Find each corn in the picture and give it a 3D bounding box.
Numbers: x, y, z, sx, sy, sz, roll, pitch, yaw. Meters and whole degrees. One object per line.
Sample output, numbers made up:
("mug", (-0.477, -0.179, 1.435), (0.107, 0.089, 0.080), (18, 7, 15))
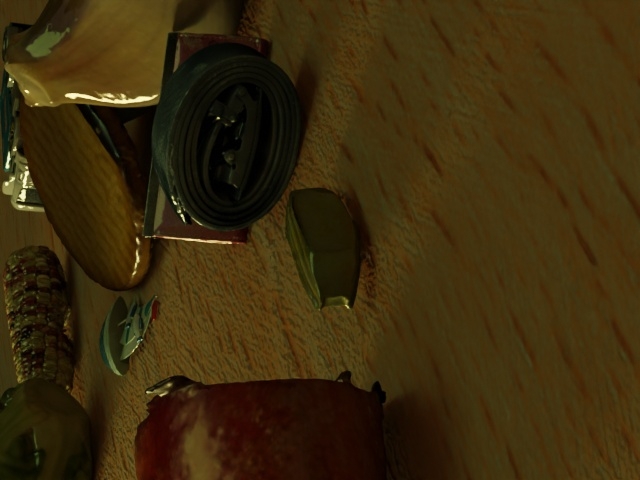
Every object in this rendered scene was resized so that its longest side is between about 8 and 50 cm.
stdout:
("corn", (-0.411, 0.130, 2.316), (0.098, 0.098, 0.290), (-62, 34, 38))

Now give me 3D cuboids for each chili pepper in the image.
("chili pepper", (-0.021, 0.265, 1.264), (0.251, 0.229, 0.305), (-48, 50, 48))

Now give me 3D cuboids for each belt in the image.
("belt", (-0.098, -0.104, 1.612), (0.082, 0.141, 0.190), (-135, 54, -63))

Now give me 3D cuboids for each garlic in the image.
("garlic", (-0.209, -0.312, 1.848), (0.231, 0.246, 0.340), (-83, 16, -53))

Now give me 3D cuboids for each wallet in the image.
("wallet", (-0.125, -0.113, 1.732), (0.025, 0.119, 0.232), (29, -114, -76))

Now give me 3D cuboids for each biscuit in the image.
("biscuit", (-0.305, -0.083, 2.050), (0.318, 0.040, 0.318), (38, 139, 42))

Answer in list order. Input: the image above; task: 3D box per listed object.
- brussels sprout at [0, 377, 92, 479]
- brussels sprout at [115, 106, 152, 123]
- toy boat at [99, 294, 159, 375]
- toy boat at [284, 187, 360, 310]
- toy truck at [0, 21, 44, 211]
("brussels sprout", (-0.411, 0.324, 2.107), (0.210, 0.219, 0.271), (30, 90, 48))
("brussels sprout", (-0.279, -0.235, 2.083), (0.161, 0.144, 0.181), (57, 144, -2))
("toy boat", (-0.242, 0.122, 2.020), (0.149, 0.034, 0.105), (0, 79, 54))
("toy boat", (0.000, 0.000, 1.457), (0.172, 0.065, 0.066), (-105, 13, -47))
("toy truck", (-0.406, -0.195, 2.356), (0.367, 0.146, 0.175), (-103, 24, -46))
